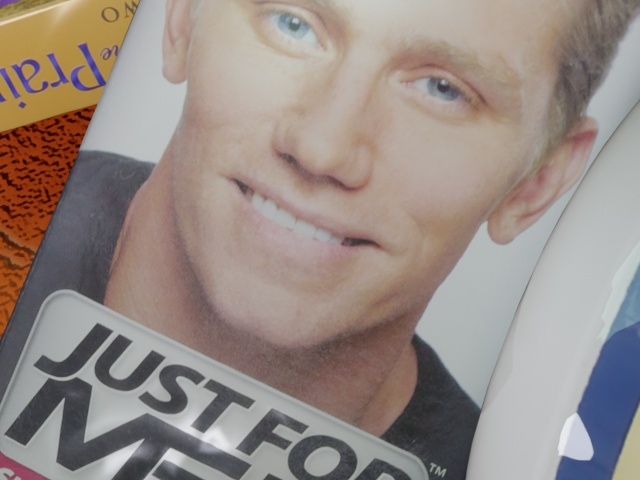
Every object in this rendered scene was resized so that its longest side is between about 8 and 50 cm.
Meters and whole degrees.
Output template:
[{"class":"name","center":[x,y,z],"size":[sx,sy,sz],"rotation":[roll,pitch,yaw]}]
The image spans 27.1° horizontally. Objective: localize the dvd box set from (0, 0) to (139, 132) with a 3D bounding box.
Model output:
[{"class":"dvd box set","center":[-0.032,-0.197,0.676],"size":[0.420,0.062,0.308],"rotation":[-15,39,10]}]

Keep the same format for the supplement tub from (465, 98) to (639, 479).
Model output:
[{"class":"supplement tub","center":[0.226,0.087,0.390],"size":[0.316,0.228,0.228],"rotation":[25,73,28]}]

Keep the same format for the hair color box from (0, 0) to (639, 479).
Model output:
[{"class":"hair color box","center":[0.000,0.000,0.489],"size":[0.173,0.105,0.347],"rotation":[24,96,8]}]
